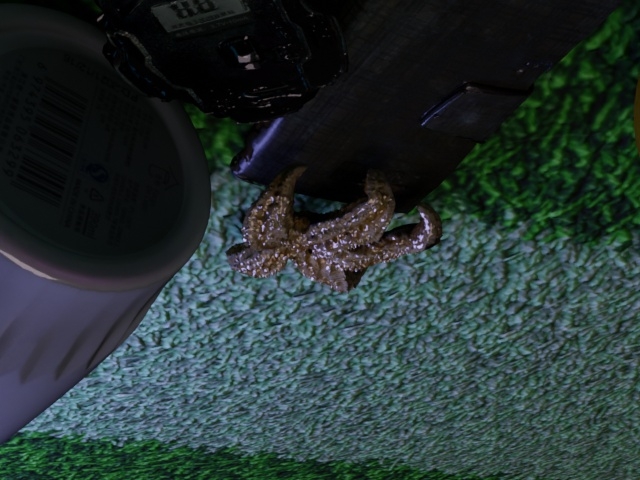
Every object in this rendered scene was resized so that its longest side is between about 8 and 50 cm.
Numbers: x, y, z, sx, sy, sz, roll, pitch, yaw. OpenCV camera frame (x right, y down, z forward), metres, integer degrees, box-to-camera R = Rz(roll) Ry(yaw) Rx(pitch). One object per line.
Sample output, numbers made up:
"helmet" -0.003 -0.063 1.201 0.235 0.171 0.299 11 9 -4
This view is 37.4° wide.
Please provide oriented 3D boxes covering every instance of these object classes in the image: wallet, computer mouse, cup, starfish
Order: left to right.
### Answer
"cup" -0.263 0.022 0.680 0.253 0.253 0.371 23 140 -35
"computer mouse" -0.066 -0.148 0.568 0.146 0.077 0.241 -11 158 9
"starfish" -0.001 0.002 0.804 0.238 0.071 0.216 -5 156 42
"wallet" 0.066 -0.115 0.675 0.169 0.044 0.317 10 148 -23

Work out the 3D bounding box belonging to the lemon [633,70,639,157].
"lemon" 0.298 -0.083 0.635 0.170 0.170 0.207 -14 140 18
